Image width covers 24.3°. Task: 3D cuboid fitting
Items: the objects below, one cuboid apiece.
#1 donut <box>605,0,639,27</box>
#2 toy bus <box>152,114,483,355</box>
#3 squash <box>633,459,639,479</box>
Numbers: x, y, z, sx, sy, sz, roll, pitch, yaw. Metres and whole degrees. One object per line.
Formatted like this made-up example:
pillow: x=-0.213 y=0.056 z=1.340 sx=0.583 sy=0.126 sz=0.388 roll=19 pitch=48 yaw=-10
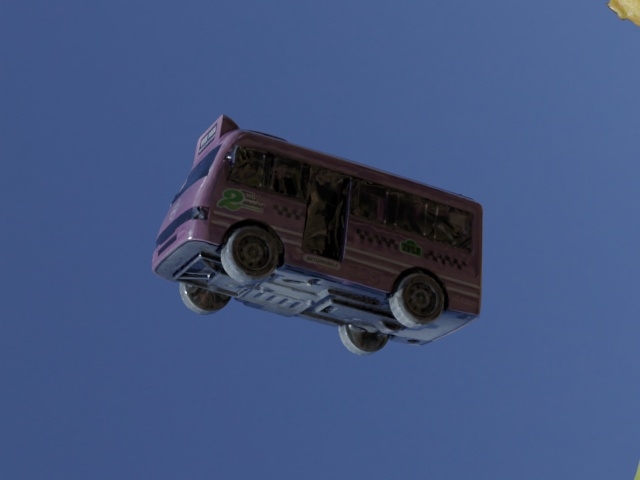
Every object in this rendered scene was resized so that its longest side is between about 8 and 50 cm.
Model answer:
donut: x=0.213 y=-0.215 z=0.908 sx=0.078 sy=0.146 sz=0.181 roll=-29 pitch=-59 yaw=-23
toy bus: x=0.000 y=0.000 z=0.845 sx=0.178 sy=0.087 sz=0.098 roll=15 pitch=-112 yaw=-20
squash: x=0.368 y=0.313 z=1.659 sx=0.083 sy=0.083 sz=0.250 roll=6 pitch=-67 yaw=-44
